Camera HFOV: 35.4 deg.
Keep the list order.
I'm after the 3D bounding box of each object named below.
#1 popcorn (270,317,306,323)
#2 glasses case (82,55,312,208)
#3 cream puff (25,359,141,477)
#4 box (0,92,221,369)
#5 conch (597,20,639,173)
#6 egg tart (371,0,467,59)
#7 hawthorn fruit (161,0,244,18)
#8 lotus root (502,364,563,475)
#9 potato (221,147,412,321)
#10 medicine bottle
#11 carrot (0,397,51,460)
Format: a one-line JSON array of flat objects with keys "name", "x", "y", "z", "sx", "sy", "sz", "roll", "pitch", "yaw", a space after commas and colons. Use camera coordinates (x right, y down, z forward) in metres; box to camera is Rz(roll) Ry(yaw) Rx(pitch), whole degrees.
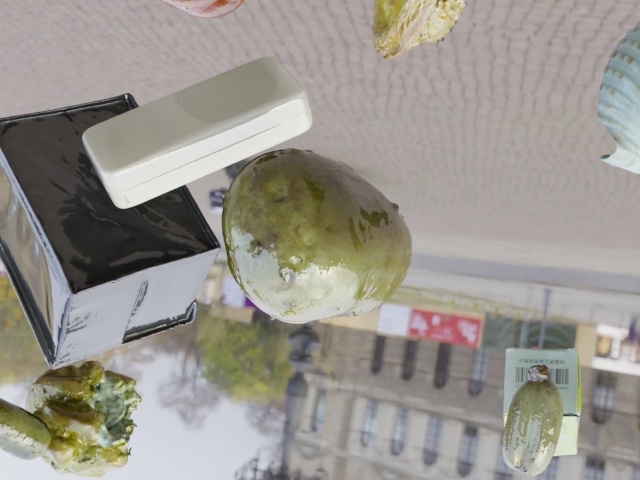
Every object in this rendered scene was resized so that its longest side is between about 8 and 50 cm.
[{"name": "popcorn", "x": -0.059, "y": 0.125, "z": 2.320, "sx": 0.149, "sy": 0.152, "sz": 0.167, "roll": 24, "pitch": 164, "yaw": 17}, {"name": "glasses case", "x": -0.175, "y": -0.159, "z": 1.439, "sx": 0.313, "sy": 0.070, "sz": 0.131, "roll": -25, "pitch": -135, "yaw": -14}, {"name": "cream puff", "x": -0.423, "y": 0.300, "z": 1.726, "sx": 0.195, "sy": 0.194, "sz": 0.221, "roll": 10, "pitch": -146, "yaw": -12}, {"name": "box", "x": -0.355, "y": -0.023, "z": 1.554, "sx": 0.251, "sy": 0.345, "sz": 0.204, "roll": -17, "pitch": 154, "yaw": -35}, {"name": "conch", "x": 0.530, "y": -0.181, "z": 1.258, "sx": 0.319, "sy": 0.302, "sz": 0.215, "roll": -8, "pitch": 172, "yaw": -18}, {"name": "egg tart", "x": 0.112, "y": -0.274, "z": 1.060, "sx": 0.074, "sy": 0.191, "sz": 0.191, "roll": 18, "pitch": 174, "yaw": -14}, {"name": "hawthorn fruit", "x": -0.189, "y": -0.426, "z": 1.510, "sx": 0.189, "sy": 0.189, "sz": 0.189, "roll": 9, "pitch": 176, "yaw": 1}, {"name": "lotus root", "x": 0.352, "y": 0.293, "z": 1.649, "sx": 0.090, "sy": 0.182, "sz": 0.077, "roll": 9, "pitch": 178, "yaw": 26}, {"name": "potato", "x": 0.000, "y": 0.000, "z": 1.193, "sx": 0.210, "sy": 0.173, "sz": 0.307, "roll": 55, "pitch": -161, "yaw": 24}, {"name": "medicine bottle", "x": 0.421, "y": 0.308, "z": 1.895, "sx": 0.137, "sy": 0.141, "sz": 0.250, "roll": 1, "pitch": 151, "yaw": 14}, {"name": "carrot", "x": -0.558, "y": 0.236, "z": 1.512, "sx": 0.074, "sy": 0.074, "sz": 0.358, "roll": 5, "pitch": 152, "yaw": 50}]
